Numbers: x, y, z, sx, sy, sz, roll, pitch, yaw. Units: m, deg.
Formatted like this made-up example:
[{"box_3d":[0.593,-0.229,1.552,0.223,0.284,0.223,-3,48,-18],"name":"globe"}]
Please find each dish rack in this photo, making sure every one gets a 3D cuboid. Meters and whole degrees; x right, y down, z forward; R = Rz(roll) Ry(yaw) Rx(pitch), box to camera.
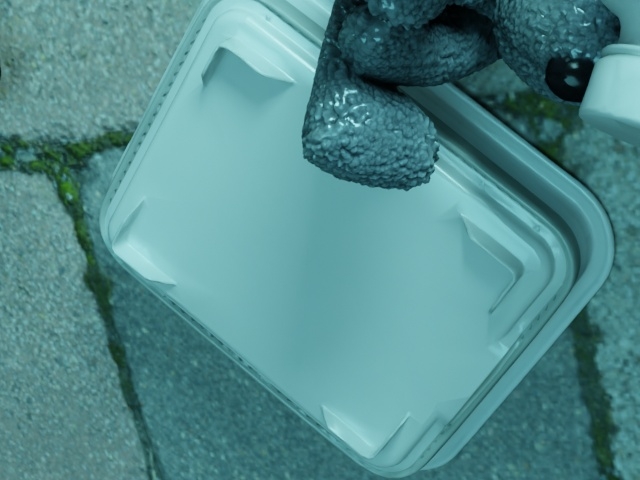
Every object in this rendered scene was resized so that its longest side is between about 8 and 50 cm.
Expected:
[{"box_3d":[0.000,0.000,0.920,0.333,0.072,0.285,39,124,7],"name":"dish rack"}]

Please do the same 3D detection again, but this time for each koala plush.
[{"box_3d":[0.121,-0.138,0.743,0.221,0.203,0.196,12,135,3],"name":"koala plush"}]

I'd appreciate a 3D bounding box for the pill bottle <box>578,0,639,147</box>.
[{"box_3d":[0.226,-0.184,0.576,0.181,0.181,0.323,22,94,19],"name":"pill bottle"}]
